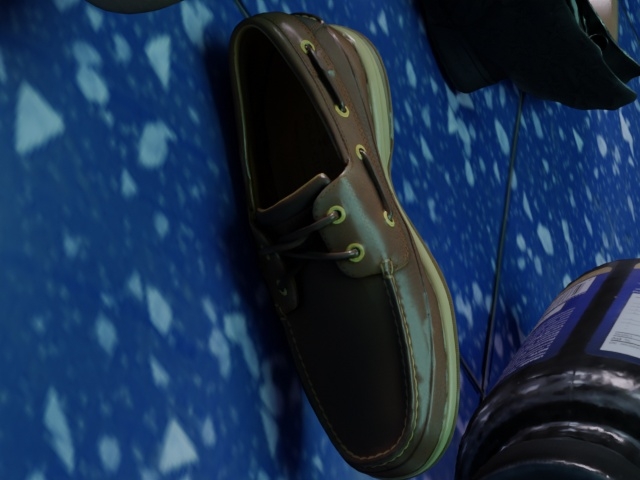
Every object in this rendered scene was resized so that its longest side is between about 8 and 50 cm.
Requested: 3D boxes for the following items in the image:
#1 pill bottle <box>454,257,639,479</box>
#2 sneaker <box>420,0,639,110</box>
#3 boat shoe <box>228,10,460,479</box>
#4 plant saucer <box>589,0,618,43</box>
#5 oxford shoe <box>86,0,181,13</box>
[{"bbox_3d":[0.131,0.095,0.701,0.219,0.123,0.122,-39,113,-61],"label":"pill bottle"},{"bbox_3d":[0.091,-0.133,0.772,0.170,0.089,0.051,62,29,-27],"label":"sneaker"},{"bbox_3d":[0.000,0.000,0.560,0.060,0.064,0.178,15,58,-56],"label":"boat shoe"},{"bbox_3d":[0.110,-0.218,0.912,0.278,0.041,0.278,41,42,-51],"label":"plant saucer"},{"bbox_3d":[-0.011,-0.169,0.553,0.348,0.123,0.130,-73,146,-46],"label":"oxford shoe"}]
